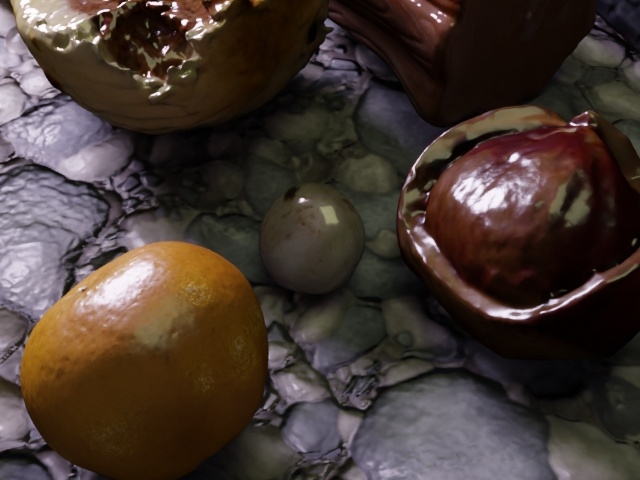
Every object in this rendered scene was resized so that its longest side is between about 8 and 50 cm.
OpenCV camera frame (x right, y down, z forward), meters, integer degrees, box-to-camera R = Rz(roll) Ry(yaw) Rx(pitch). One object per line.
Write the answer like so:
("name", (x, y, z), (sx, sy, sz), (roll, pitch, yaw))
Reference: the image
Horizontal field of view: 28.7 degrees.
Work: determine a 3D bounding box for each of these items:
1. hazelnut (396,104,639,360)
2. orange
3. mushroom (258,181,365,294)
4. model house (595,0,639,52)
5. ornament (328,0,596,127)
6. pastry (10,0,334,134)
("hazelnut", (0.148, -0.004, 0.875), (0.202, 0.160, 0.170), (37, 53, 20))
("orange", (-0.104, 0.079, 0.779), (0.136, 0.159, 0.159), (52, 49, -13))
("mushroom", (0.000, 0.000, 0.923), (0.085, 0.085, 0.079), (42, 20, 30))
("model house", (0.358, -0.313, 1.171), (0.360, 0.339, 0.297), (49, 13, 19))
("ornament", (0.096, -0.240, 1.077), (0.217, 0.221, 0.235), (37, 79, 32))
("pastry", (-0.116, -0.173, 1.017), (0.237, 0.170, 0.256), (12, 46, 34))
